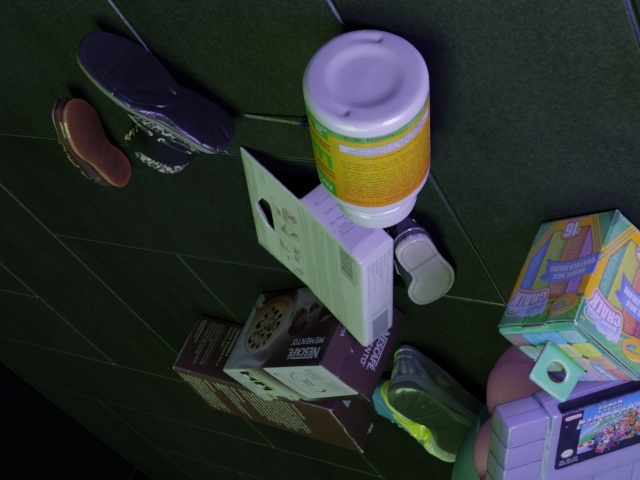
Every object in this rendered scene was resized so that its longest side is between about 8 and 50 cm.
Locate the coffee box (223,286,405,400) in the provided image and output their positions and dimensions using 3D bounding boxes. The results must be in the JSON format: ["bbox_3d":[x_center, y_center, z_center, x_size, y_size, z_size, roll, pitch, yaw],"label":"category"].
[{"bbox_3d":[-0.015,0.177,1.916,0.119,0.168,0.297,39,153,-26],"label":"coffee box"}]

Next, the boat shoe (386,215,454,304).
[{"bbox_3d":[0.142,0.026,1.622,0.065,0.075,0.206,63,-178,32],"label":"boat shoe"}]

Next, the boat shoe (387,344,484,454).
[{"bbox_3d":[0.235,0.301,2.026,0.118,0.103,0.320,-23,135,35],"label":"boat shoe"}]

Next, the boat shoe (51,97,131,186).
[{"bbox_3d":[-0.367,-0.148,1.723,0.073,0.073,0.207,13,152,23],"label":"boat shoe"}]

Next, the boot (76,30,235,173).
[{"bbox_3d":[-0.249,-0.178,1.538,0.236,0.085,0.178,33,157,-17],"label":"boot"}]

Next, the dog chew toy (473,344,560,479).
[{"bbox_3d":[0.320,0.304,1.645,0.207,0.331,0.206,21,155,10],"label":"dog chew toy"}]

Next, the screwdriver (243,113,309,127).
[{"bbox_3d":[-0.036,-0.157,1.458,0.170,0.024,0.025,18,126,33],"label":"screwdriver"}]

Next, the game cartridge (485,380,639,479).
[{"bbox_3d":[0.385,0.268,1.483,0.068,0.355,0.230,-123,27,-46],"label":"game cartridge"}]

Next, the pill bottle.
[{"bbox_3d":[0.059,-0.116,1.297,0.136,0.136,0.245,19,155,16],"label":"pill bottle"}]

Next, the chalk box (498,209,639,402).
[{"bbox_3d":[0.319,0.090,1.363,0.132,0.213,0.132,38,153,-25],"label":"chalk box"}]

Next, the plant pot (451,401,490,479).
[{"bbox_3d":[0.352,0.369,1.857,0.293,0.293,0.196,10,125,31],"label":"plant pot"}]

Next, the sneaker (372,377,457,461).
[{"bbox_3d":[0.182,0.333,2.156,0.126,0.091,0.240,15,150,53],"label":"sneaker"}]

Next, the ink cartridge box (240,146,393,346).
[{"bbox_3d":[0.000,0.000,1.675,0.261,0.066,0.296,45,163,22],"label":"ink cartridge box"}]

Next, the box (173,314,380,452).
[{"bbox_3d":[-0.081,0.281,2.227,0.381,0.143,0.191,13,152,31],"label":"box"}]
